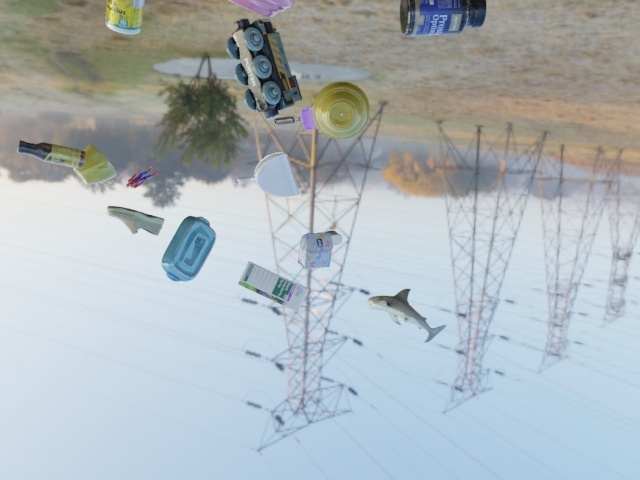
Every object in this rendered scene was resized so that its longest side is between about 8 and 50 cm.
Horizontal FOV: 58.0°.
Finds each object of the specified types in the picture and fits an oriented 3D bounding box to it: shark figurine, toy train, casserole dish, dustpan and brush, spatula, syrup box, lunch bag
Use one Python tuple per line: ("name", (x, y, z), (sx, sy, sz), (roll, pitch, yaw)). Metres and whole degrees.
("shark figurine", (0.296, 0.226, 1.934), (0.278, 0.116, 0.166), (27, 159, 12))
("toy train", (-0.185, -0.579, 1.939), (0.142, 0.334, 0.190), (-7, -163, 44))
("casserole dish", (-0.339, 0.023, 1.521), (0.037, 0.188, 0.114), (6, 155, 46))
("dustpan and brush", (-0.178, -0.195, 1.804), (0.211, 0.147, 0.060), (-11, -153, 13))
("spatula", (-0.097, -0.477, 2.289), (0.030, 0.084, 0.296), (-25, -159, -33))
("syrup box", (-0.168, 0.167, 2.078), (0.236, 0.093, 0.096), (25, 174, 3))
("lunch bag", (-0.011, 0.022, 1.357), (0.071, 0.083, 0.053), (-3, -157, -27))

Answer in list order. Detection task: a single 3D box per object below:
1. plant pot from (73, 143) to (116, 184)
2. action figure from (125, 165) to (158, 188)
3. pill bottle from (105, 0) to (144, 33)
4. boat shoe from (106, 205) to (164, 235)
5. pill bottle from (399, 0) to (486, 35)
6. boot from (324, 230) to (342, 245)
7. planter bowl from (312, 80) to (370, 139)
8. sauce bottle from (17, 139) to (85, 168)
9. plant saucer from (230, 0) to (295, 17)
("plant pot", (-0.778, -0.246, 1.965), (0.095, 0.134, 0.134), (-45, -147, -22))
("action figure", (-0.529, -0.184, 1.700), (0.115, 0.038, 0.030), (-46, -179, -42))
("pill bottle", (-0.640, -0.803, 1.905), (0.117, 0.208, 0.118), (15, -146, -10))
("boat shoe", (-0.559, -0.054, 1.746), (0.068, 0.072, 0.190), (10, 175, 45))
("pill bottle", (0.338, -0.634, 1.600), (0.219, 0.123, 0.123), (-4, -169, -4))
("boot", (0.000, 0.000, 2.611), (0.190, 0.069, 0.086), (-8, -162, -14))
("planter bowl", (0.078, -0.471, 2.133), (0.217, 0.217, 0.090), (3, -157, -1))
("sauce bottle", (-0.563, -0.183, 1.212), (0.128, 0.042, 0.042), (9, -174, -27))
("plant saucer", (-0.236, -0.751, 1.696), (0.332, 0.084, 0.332), (25, -156, -12))
